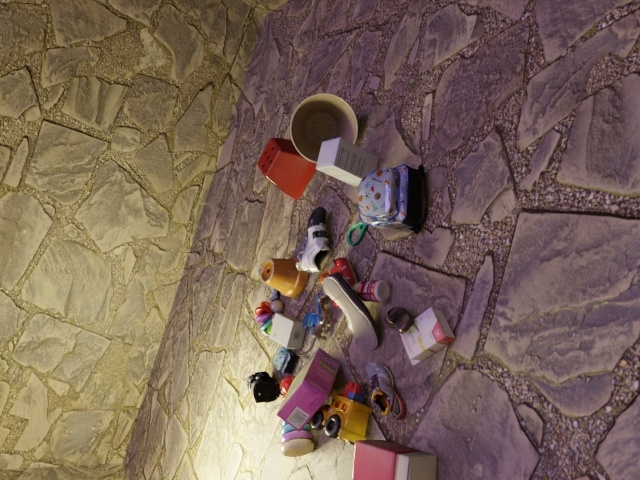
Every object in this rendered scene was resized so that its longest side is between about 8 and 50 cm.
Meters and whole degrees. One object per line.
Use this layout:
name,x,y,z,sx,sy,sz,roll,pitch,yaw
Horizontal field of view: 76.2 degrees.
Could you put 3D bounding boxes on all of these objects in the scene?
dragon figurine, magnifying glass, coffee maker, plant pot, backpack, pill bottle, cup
dragon figurine,-0.023,0.379,1.853,0.144,0.085,0.289,35,99,55
magnifying glass,0.193,-0.066,1.820,0.231,0.026,0.092,-48,42,28
coffee maker,-0.266,0.717,1.993,0.178,0.171,0.120,-6,62,70
plant pot,-0.195,0.174,2.083,0.205,0.187,0.205,-25,56,45
plant pot,-0.201,-0.431,2.317,0.267,0.235,0.267,-57,39,20
backpack,-0.178,0.573,1.976,0.114,0.084,0.105,31,98,56
backpack,0.263,-0.161,1.624,0.263,0.213,0.277,-14,65,57
pill bottle,0.199,0.204,1.640,0.152,0.086,0.086,-10,67,50
cup,0.011,-0.568,2.079,0.331,0.330,0.237,-62,10,13

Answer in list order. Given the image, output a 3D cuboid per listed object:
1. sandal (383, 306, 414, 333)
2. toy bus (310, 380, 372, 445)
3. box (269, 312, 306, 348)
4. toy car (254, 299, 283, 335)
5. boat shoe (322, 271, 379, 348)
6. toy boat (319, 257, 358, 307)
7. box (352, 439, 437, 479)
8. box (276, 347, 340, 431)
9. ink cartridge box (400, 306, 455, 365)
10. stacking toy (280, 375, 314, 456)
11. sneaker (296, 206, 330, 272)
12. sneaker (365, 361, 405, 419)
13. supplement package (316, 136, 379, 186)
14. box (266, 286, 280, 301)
sandal,0.270,0.278,1.473,0.090,0.060,0.219,-49,5,0
toy bus,0.086,0.647,1.562,0.220,0.149,0.212,-10,54,53
box,-0.159,0.442,2.001,0.170,0.091,0.130,11,84,54
toy car,-0.279,0.400,2.138,0.159,0.136,0.182,-42,45,34
boat shoe,0.138,0.266,1.621,0.112,0.095,0.335,-39,83,37
toy boat,0.064,0.179,1.767,0.151,0.151,0.231,-53,39,33
box,0.235,0.730,1.309,0.232,0.148,0.127,-14,63,49
box,-0.044,0.597,1.655,0.214,0.117,0.243,-56,-2,20
ink cartridge box,0.348,0.334,1.403,0.198,0.067,0.115,-47,42,30
stacking toy,-0.114,0.755,1.794,0.141,0.141,0.330,-46,36,31
sneaker,0.000,0.000,1.987,0.146,0.122,0.331,9,81,36
sneaker,0.219,0.529,1.466,0.088,0.092,0.225,-55,38,21
supplement package,0.124,-0.349,1.847,0.139,0.244,0.134,4,78,53
box,-0.257,0.265,2.261,0.093,0.027,0.137,-22,58,45
